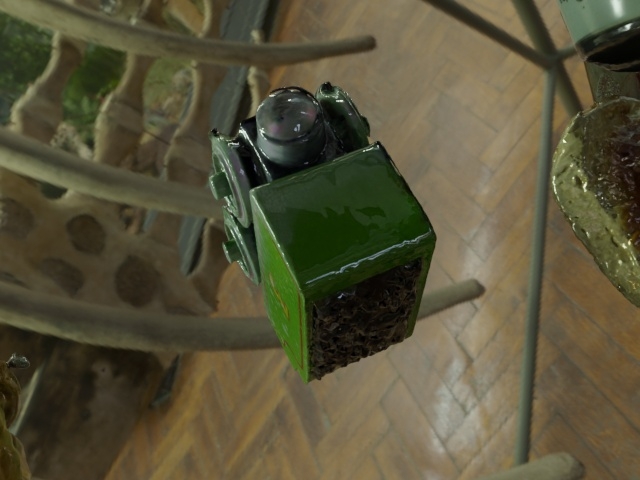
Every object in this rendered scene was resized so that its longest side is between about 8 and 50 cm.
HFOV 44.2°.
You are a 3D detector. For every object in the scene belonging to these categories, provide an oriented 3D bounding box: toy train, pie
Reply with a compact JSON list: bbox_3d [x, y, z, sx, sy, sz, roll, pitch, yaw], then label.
[{"bbox_3d":[0.000,0.000,0.823,0.249,0.173,0.307,60,165,27],"label":"toy train"},{"bbox_3d":[0.290,-0.036,0.676,0.205,0.178,0.084,59,142,17],"label":"pie"}]

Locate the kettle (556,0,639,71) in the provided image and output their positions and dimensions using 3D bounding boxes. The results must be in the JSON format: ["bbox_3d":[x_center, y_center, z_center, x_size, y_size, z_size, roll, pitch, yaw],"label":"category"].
[{"bbox_3d":[0.199,-0.227,0.495,0.221,0.161,0.237,168,89,-81],"label":"kettle"}]

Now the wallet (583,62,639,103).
[{"bbox_3d":[0.327,-0.149,0.844,0.031,0.255,0.137,-17,6,2],"label":"wallet"}]

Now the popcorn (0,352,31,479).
[{"bbox_3d":[-0.331,0.194,0.670,0.140,0.163,0.194,40,125,58],"label":"popcorn"}]
